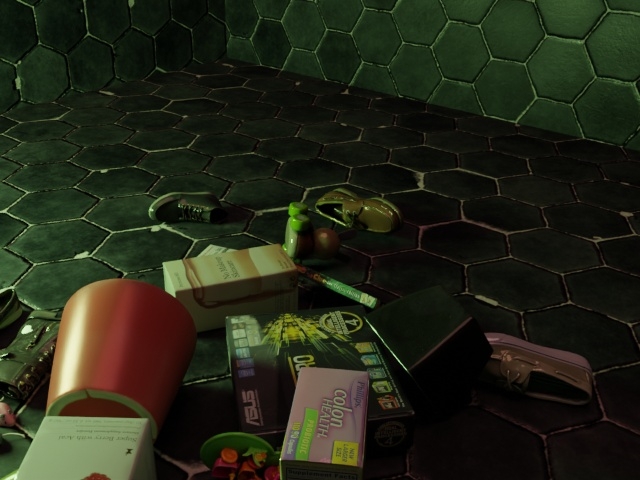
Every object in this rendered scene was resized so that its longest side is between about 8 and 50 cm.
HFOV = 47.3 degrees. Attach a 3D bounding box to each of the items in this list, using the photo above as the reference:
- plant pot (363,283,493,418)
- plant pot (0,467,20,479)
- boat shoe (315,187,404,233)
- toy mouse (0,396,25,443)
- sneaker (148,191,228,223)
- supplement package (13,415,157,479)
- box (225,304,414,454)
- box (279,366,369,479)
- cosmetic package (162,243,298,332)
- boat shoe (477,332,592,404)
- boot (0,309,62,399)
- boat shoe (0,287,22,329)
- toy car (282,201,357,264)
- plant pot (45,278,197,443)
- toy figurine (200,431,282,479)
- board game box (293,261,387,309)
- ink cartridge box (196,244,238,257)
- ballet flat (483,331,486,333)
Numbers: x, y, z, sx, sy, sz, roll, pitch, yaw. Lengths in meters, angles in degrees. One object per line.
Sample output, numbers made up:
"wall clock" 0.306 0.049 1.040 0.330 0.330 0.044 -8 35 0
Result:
"plant pot" 0.227 0.201 1.448 0.167 0.187 0.188 -38 40 -3
"plant pot" -0.503 0.415 1.218 0.079 0.083 0.083 -19 31 -11
"boat shoe" 0.109 -0.072 2.156 0.104 0.111 0.307 -24 27 -33
"toy mouse" -0.624 0.348 1.381 0.143 0.031 0.161 9 28 14
"sneaker" -0.392 -0.090 2.183 0.222 0.083 0.118 -14 31 -29
"supplement package" -0.361 0.425 1.085 0.177 0.175 0.293 1 28 -1
"box" -0.019 0.277 1.471 0.318 0.097 0.395 -6 27 -9
"box" 0.011 0.363 1.146 0.117 0.243 0.214 4 28 5
"cosmetic package" -0.214 0.113 1.746 0.296 0.129 0.153 -11 31 -20
"boat shoe" 0.411 0.265 1.500 0.302 0.109 0.094 7 30 6
"boot" -0.571 0.250 1.536 0.262 0.091 0.229 3 33 13
"boat shoe" -0.764 0.183 1.651 0.080 0.073 0.223 9 28 15
"toy car" 0.000 0.000 1.962 0.188 0.155 0.149 7 27 -9
"plant pot" -0.376 0.251 1.357 0.274 0.275 0.243 1 37 -1
"toy figurine" -0.122 0.424 1.199 0.173 0.130 0.159 16 38 -13
"board game box" 0.060 0.122 1.766 0.259 0.030 0.136 23 -2 35
"ink cartridge box" -0.252 0.066 1.913 0.135 0.056 0.099 11 30 17
"ballet flat" 0.300 0.209 1.669 0.249 0.058 0.084 30 17 35
